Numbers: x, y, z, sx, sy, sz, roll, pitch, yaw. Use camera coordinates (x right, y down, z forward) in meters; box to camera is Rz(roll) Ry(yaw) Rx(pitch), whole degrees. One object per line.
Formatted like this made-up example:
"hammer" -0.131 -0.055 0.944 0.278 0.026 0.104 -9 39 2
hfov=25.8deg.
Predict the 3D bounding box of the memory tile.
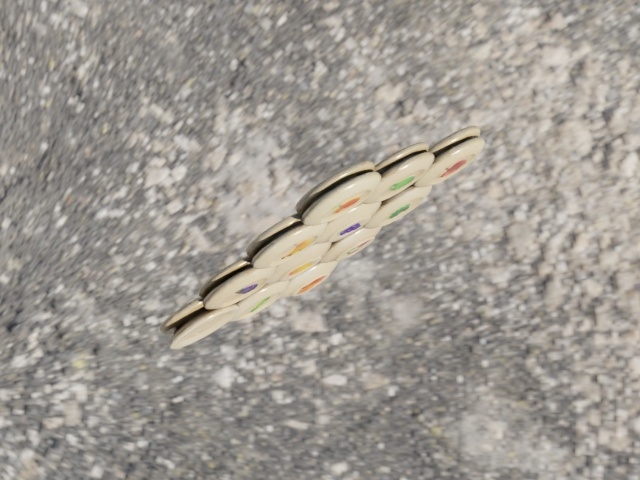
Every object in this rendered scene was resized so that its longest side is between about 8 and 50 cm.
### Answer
"memory tile" 0.000 0.000 0.621 0.113 0.148 0.012 -20 75 -47
